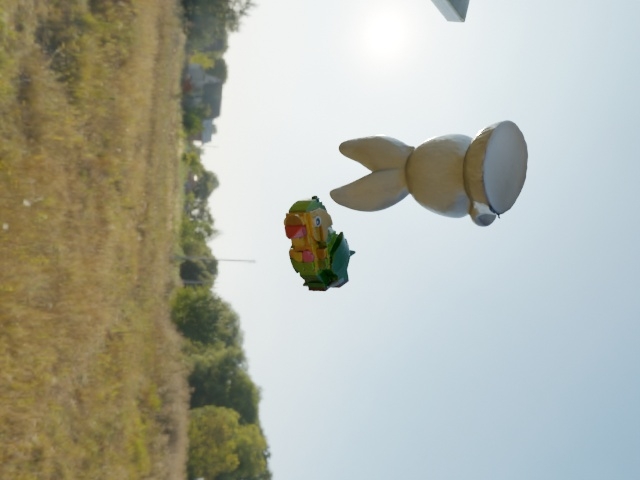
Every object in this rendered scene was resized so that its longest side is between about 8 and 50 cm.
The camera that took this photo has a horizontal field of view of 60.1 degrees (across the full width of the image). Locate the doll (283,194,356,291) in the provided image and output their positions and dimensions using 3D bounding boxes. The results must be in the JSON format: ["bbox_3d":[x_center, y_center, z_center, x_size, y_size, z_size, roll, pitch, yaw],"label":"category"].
[{"bbox_3d":[-0.004,0.006,1.014,0.134,0.106,0.186,-61,138,-35],"label":"doll"}]

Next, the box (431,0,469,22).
[{"bbox_3d":[0.114,-0.262,0.499,0.156,0.022,0.089,-11,112,-62],"label":"box"}]

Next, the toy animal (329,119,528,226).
[{"bbox_3d":[0.128,-0.076,0.666,0.220,0.130,0.104,4,-100,43],"label":"toy animal"}]
